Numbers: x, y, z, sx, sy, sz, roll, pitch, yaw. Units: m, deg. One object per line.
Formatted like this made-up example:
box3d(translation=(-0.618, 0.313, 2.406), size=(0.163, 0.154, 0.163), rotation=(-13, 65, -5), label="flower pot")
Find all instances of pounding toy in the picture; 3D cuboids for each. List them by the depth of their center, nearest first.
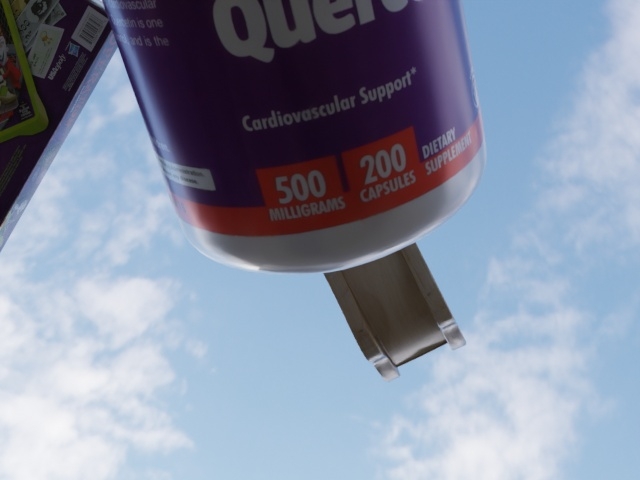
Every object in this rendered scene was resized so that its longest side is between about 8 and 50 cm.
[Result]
box3d(translation=(0.000, 0.000, 0.798), size=(0.155, 0.154, 0.269), rotation=(-27, -98, 5), label="pounding toy")

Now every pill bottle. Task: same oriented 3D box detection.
box3d(translation=(-0.027, -0.156, 0.467), size=(0.181, 0.181, 0.323), rotation=(-10, -62, 12), label="pill bottle")

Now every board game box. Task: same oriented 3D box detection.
box3d(translation=(-0.363, -0.129, 0.933), size=(0.208, 0.056, 0.347), rotation=(35, -77, 1), label="board game box")
